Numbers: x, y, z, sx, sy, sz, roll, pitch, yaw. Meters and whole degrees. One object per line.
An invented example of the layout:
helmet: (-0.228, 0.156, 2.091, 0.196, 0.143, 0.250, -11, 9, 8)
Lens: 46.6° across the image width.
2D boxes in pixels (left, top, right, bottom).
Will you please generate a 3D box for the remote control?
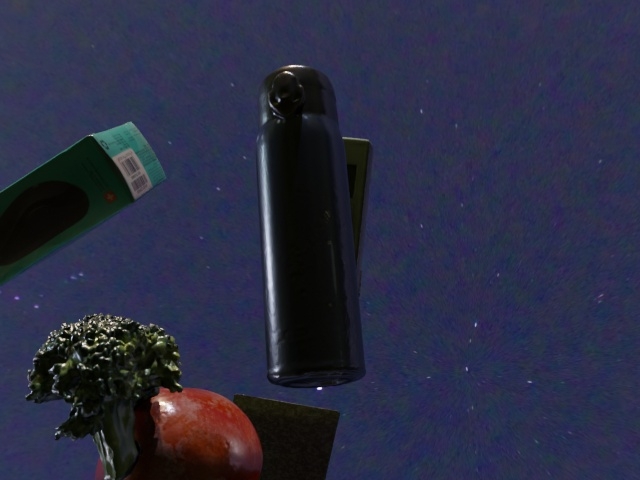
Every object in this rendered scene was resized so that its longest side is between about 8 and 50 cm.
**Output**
remote control: (0.000, 0.000, 1.201, 0.145, 0.050, 0.344, 3, -103, 14)

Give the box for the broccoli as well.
broccoli: (-0.205, 0.149, 0.723, 0.167, 0.154, 0.160, -23, -97, 50)

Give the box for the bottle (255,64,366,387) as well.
bottle: (-0.012, -0.014, 0.566, 0.072, 0.082, 0.245, -9, -110, 12)

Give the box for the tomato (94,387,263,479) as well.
tomato: (-0.161, 0.245, 0.836, 0.187, 0.187, 0.151, -33, -126, 4)

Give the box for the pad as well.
pad: (-0.063, 0.327, 1.138, 0.158, 0.003, 0.235, 9, -55, 1)

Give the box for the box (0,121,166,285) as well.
box: (-0.408, -0.048, 1.137, 0.311, 0.205, 0.118, -30, -80, 8)
